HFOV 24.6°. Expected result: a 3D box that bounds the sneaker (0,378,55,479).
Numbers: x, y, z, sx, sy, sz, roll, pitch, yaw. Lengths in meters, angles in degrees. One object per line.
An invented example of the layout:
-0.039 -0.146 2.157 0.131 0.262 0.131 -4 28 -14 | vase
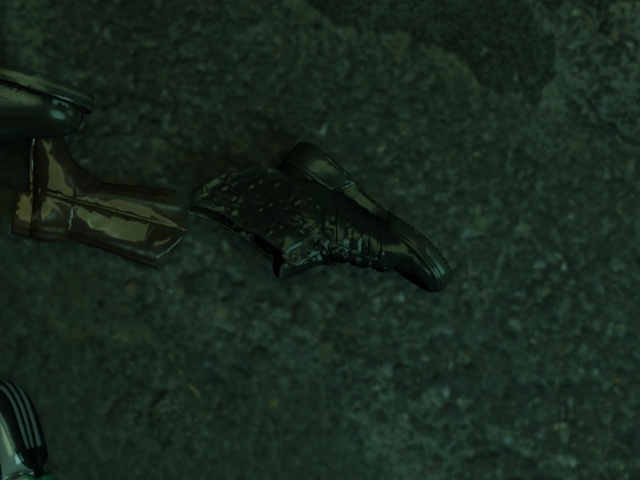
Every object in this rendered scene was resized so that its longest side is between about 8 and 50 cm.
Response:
-0.204 0.205 0.923 0.098 0.083 0.223 -19 80 3 | sneaker

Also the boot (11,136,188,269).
-0.140 -0.041 0.980 0.114 0.037 0.106 12 91 -9 | boot

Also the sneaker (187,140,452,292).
0.001 0.000 1.001 0.170 0.051 0.089 41 76 0 | sneaker

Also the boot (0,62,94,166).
-0.263 0.012 0.912 0.263 0.091 0.229 -6 82 6 | boot
